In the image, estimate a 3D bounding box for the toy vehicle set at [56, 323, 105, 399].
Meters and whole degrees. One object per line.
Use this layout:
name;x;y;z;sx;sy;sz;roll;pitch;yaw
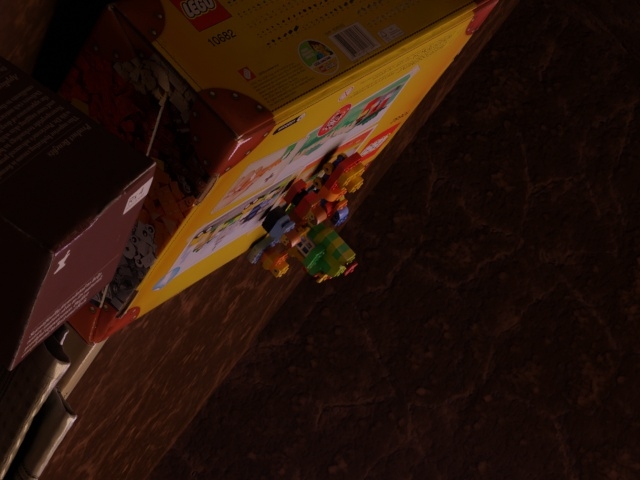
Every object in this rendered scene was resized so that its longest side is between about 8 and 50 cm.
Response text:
toy vehicle set;-0.370;0.152;1.946;0.267;0.166;0.035;-55;171;1

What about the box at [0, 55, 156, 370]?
box;-0.291;-0.032;1.557;0.168;0.203;0.167;-45;167;-48

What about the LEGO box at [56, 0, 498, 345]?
LEGO box;-0.080;-0.148;1.917;0.500;0.193;0.372;-33;167;-46

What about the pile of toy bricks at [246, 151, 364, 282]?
pile of toy bricks;0.000;0.000;1.980;0.118;0.105;0.212;-36;169;-36

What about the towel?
towel;-0.350;0.180;1.719;0.324;0.056;0.312;-62;-147;14
